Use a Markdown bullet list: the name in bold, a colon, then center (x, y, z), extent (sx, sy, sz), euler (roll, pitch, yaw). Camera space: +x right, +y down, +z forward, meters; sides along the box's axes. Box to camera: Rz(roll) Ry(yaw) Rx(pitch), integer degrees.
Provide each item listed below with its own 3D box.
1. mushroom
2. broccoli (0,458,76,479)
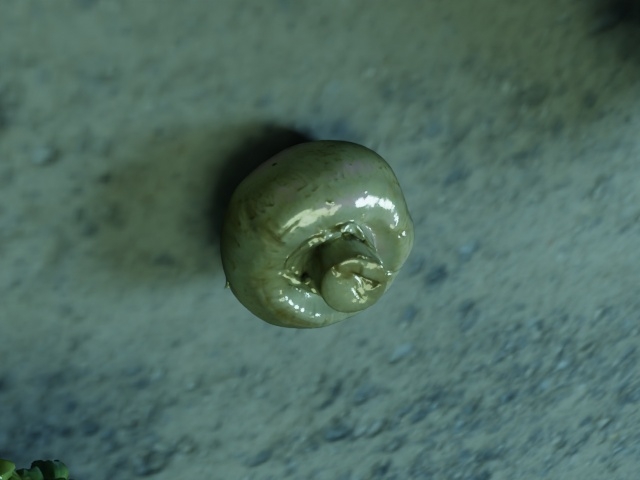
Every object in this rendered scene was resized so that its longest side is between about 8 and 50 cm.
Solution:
- **mushroom**: center (0.000, 0.000, 0.438), extent (0.084, 0.067, 0.083), euler (-12, 130, -15)
- **broccoli**: center (-0.153, 0.188, 0.405), extent (0.260, 0.235, 0.288), euler (-17, 159, 33)
